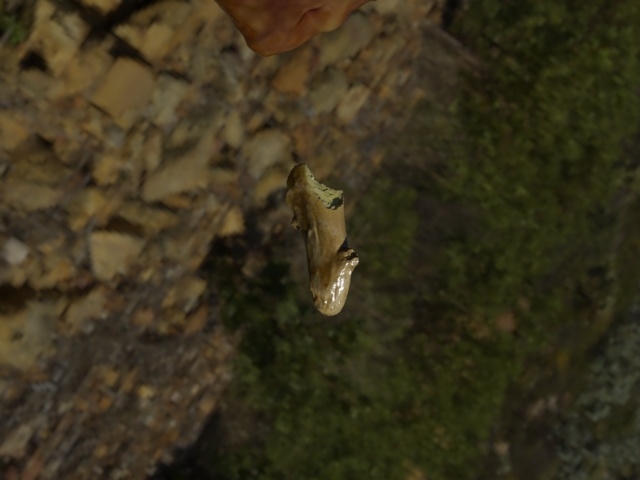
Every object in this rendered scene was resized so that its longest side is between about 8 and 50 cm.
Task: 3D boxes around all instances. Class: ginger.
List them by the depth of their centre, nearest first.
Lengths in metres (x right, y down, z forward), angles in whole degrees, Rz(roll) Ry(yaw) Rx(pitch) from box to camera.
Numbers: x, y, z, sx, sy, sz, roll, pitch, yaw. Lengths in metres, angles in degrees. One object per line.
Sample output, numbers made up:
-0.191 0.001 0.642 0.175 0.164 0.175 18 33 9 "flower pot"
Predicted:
0.004 -0.002 1.249 0.057 0.137 0.044 -14 173 10 "ginger"

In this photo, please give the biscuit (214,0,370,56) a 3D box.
0.037 -0.358 0.938 0.395 0.166 0.342 -32 -125 18 "biscuit"
